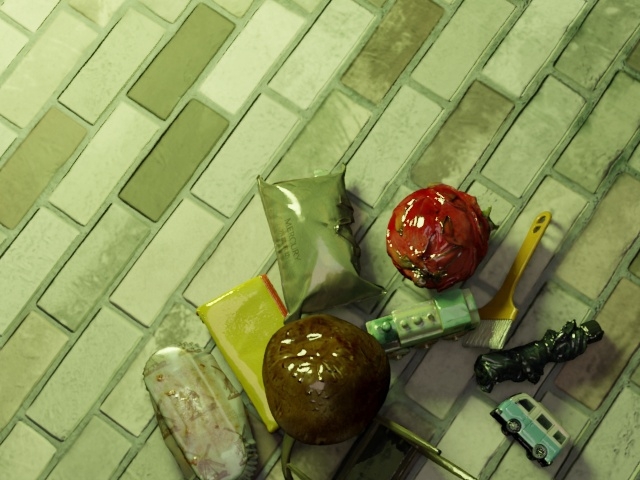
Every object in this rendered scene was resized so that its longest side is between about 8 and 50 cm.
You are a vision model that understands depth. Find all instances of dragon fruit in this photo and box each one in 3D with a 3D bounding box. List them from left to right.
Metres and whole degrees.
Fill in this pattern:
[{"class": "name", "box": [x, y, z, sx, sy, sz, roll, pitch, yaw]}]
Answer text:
[{"class": "dragon fruit", "box": [0.192, -0.008, 1.809, 0.172, 0.172, 0.209, 44, 43, 11]}]

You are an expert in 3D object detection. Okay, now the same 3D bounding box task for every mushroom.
[{"class": "mushroom", "box": [0.005, 0.200, 1.708, 0.194, 0.138, 0.231, -24, 43, 4]}]

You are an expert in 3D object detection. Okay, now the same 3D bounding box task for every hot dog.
[{"class": "hot dog", "box": [-0.196, 0.288, 1.813, 0.144, 0.075, 0.268, -25, 74, -8]}]

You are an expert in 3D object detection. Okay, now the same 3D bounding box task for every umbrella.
[{"class": "umbrella", "box": [0.363, 0.191, 1.810, 0.224, 0.080, 0.071, -20, 65, -12]}]

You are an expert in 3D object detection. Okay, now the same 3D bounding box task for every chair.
[{"class": "chair", "box": [0.084, 0.365, 1.741, 0.272, 0.166, 0.188, 26, 77, 42]}]

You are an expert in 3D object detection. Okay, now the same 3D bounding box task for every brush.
[{"class": "brush", "box": [0.323, 0.063, 1.840, 0.013, 0.103, 0.272, 38, 70, -23]}]

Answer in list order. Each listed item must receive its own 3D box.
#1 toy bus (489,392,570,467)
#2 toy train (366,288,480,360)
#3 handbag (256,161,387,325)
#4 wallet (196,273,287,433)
[{"class": "toy bus", "box": [0.342, 0.301, 1.791, 0.075, 0.060, 0.123, -43, 81, -12]}, {"class": "toy train", "box": [0.164, 0.136, 1.804, 0.194, 0.125, 0.081, -17, 73, -2]}, {"class": "handbag", "box": [0.000, 0.000, 1.852, 0.182, 0.117, 0.271, -10, 72, -10]}, {"class": "wallet", "box": [-0.088, 0.185, 1.841, 0.141, 0.067, 0.241, -31, 82, -9]}]
